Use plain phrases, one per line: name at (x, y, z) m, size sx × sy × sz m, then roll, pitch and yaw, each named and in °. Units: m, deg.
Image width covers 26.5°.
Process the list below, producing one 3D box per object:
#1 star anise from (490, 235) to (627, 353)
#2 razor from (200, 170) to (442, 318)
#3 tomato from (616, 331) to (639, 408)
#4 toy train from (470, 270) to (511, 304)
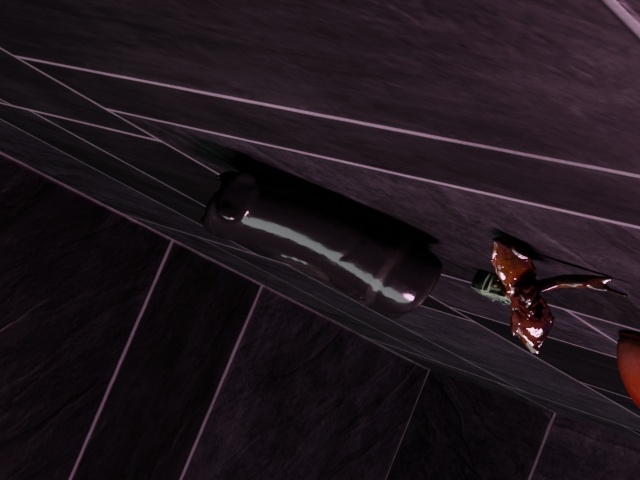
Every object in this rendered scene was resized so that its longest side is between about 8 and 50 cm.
star anise at (0.287, 0.045, 1.695) m, size 0.158 × 0.144 × 0.140 m, roll 56°, pitch -169°, yaw -66°
razor at (0.001, -0.001, 1.937) m, size 0.349 × 0.113 × 0.204 m, roll 25°, pitch 172°, yaw -5°
tomato at (0.532, 0.226, 2.029) m, size 0.228 × 0.112 × 0.199 m, roll 25°, pitch 175°, yaw 6°
toy train at (0.266, 0.072, 1.999) m, size 0.083 × 0.033 × 0.053 m, roll 14°, pitch 166°, yaw 48°
